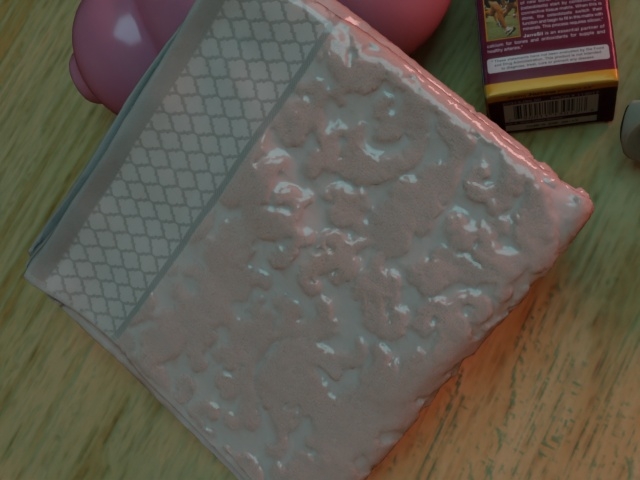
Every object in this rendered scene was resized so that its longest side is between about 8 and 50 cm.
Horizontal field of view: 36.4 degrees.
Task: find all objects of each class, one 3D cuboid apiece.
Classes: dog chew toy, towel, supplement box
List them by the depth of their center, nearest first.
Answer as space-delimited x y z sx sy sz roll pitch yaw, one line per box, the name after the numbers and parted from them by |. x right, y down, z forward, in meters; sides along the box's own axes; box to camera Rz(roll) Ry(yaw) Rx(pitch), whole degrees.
-0.028 0.003 0.713 0.317 0.053 0.332 40 110 6 | towel
0.181 -0.192 0.804 0.104 0.081 0.188 -6 72 11 | supplement box
-0.059 -0.202 0.806 0.331 0.206 0.207 -24 69 13 | dog chew toy

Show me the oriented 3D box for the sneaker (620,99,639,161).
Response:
0.376 -0.174 0.722 0.146 0.122 0.331 32 91 38 | sneaker
